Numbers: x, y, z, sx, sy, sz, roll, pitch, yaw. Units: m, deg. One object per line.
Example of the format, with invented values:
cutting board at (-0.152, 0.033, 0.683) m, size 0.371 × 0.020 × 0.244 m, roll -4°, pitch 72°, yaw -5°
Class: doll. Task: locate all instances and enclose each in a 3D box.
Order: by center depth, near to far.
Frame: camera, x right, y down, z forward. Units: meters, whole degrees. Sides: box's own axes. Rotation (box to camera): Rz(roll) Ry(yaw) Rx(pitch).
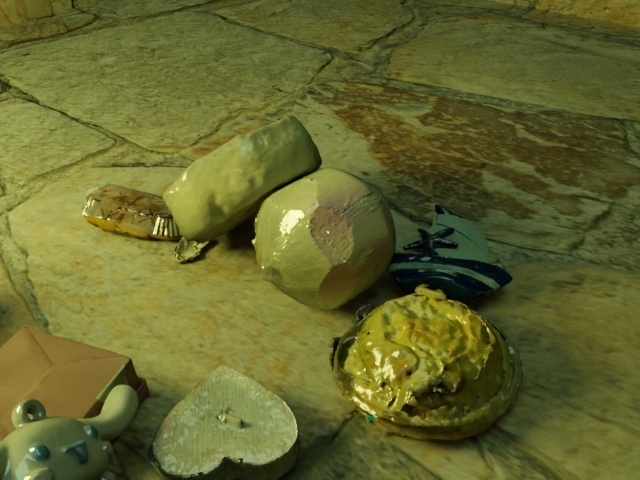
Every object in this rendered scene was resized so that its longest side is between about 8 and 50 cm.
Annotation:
doll at (-0.276, 0.299, 0.677) m, size 0.242 × 0.159 × 0.311 m, roll 40°, pitch 20°, yaw -3°

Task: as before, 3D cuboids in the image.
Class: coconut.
coconut at (-0.001, -0.002, 0.998) m, size 0.230 × 0.227 × 0.227 m, roll -29°, pitch 45°, yaw -34°

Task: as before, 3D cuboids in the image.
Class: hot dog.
hot dog at (-0.371, -0.055, 1.220) m, size 0.252 × 0.069 × 0.131 m, roll 13°, pitch 31°, yaw 15°

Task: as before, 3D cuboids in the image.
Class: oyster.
oyster at (-0.252, 0.016, 1.157) m, size 0.054 × 0.019 × 0.083 m, roll 22°, pitch 47°, yaw 11°

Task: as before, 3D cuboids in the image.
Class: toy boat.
toy boat at (0.211, 0.016, 1.099) m, size 0.210 × 0.070 × 0.292 m, roll -3°, pitch 34°, yaw -8°

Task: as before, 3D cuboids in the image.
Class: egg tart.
egg tart at (0.150, 0.158, 0.883) m, size 0.290 × 0.107 × 0.291 m, roll -1°, pitch 38°, yaw 1°

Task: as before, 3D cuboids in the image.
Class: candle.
candle at (-0.127, 0.249, 0.811) m, size 0.192 × 0.068 × 0.168 m, roll -5°, pitch 41°, yaw -6°

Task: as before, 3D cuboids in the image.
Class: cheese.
cheese at (-0.144, -0.104, 1.099) m, size 0.326 × 0.318 × 0.115 m, roll -31°, pitch 90°, yaw -41°

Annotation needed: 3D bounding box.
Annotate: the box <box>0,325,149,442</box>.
box at (-0.389, 0.236, 0.828) m, size 0.215 × 0.086 × 0.215 m, roll 13°, pitch 41°, yaw 18°
